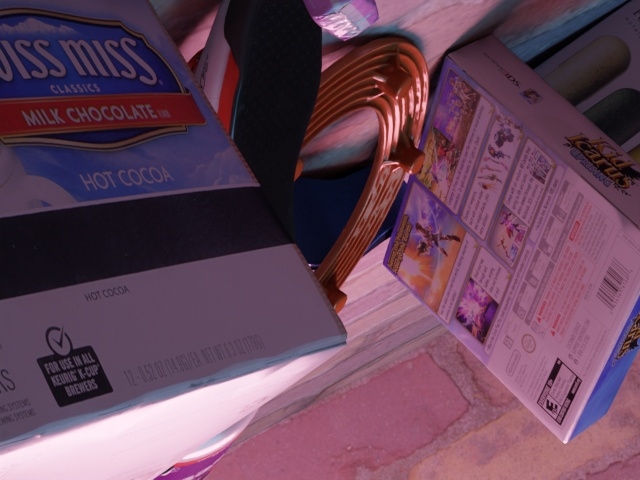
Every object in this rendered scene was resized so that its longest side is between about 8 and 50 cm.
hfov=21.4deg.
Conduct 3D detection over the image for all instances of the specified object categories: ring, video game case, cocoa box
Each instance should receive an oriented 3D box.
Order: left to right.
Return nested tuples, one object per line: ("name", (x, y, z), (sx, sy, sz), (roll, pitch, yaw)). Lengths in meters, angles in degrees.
("cocoa box", (-0.199, 0.031, 0.803), (0.231, 0.228, 0.347), (-36, 168, 28))
("ring", (-0.010, -0.003, 1.297), (0.336, 0.032, 0.336), (-47, 159, -24))
("video game case", (0.177, 0.002, 1.432), (0.061, 0.244, 0.269), (-29, 151, -32))

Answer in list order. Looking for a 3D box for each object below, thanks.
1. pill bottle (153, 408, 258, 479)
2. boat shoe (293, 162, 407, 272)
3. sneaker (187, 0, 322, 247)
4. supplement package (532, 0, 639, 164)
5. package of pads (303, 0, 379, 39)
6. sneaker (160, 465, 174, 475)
("pill bottle", (-0.159, 0.142, 1.554), (0.181, 0.181, 0.323), (-26, 169, -19))
("boat shoe", (0.000, 0.000, 1.528), (0.089, 0.109, 0.258), (-38, 165, 32))
("sneaker", (-0.083, -0.064, 1.047), (0.090, 0.145, 0.270), (-35, 140, -42))
("supplement package", (0.260, -0.065, 1.628), (0.263, 0.199, 0.198), (-35, 168, 4))
("package of pads", (-0.001, -0.150, 0.888), (0.032, 0.083, 0.050), (-27, 167, 9))
("sneaker", (-0.143, 0.097, 1.144), (0.341, 0.140, 0.125), (-20, -130, 66))
